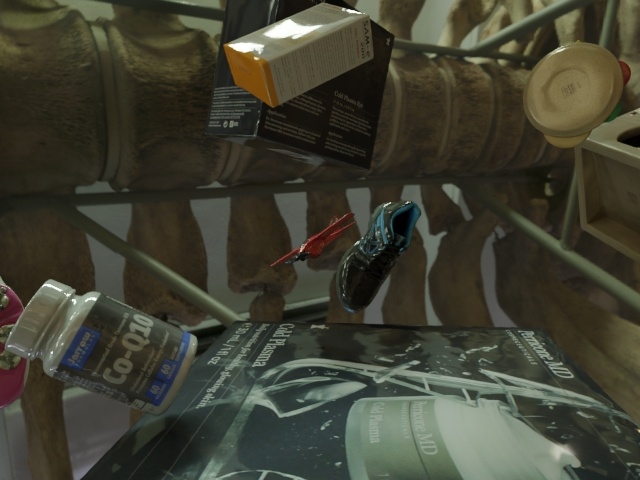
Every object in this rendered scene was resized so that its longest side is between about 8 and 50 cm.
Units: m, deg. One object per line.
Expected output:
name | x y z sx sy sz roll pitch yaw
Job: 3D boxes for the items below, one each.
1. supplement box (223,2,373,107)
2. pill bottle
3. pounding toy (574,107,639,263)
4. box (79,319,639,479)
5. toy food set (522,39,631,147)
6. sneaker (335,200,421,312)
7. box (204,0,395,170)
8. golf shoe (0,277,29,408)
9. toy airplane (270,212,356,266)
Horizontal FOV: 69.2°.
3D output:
supplement box | -0.016 -0.147 0.364 0.098 0.062 0.036 -32 -44 -18
pill bottle | -0.187 0.093 0.406 0.137 0.078 0.078 30 -94 -18
pounding toy | 0.352 -0.061 0.440 0.094 0.206 0.181 -23 -62 0
box | 0.064 0.297 0.499 0.472 0.480 0.297 1 -81 7
toy food set | 0.223 -0.131 0.410 0.020 0.083 0.082 -8 -29 -46
sneaker | 0.152 0.032 1.229 0.125 0.140 0.340 32 -108 -18
box | -0.033 -0.337 0.991 0.343 0.179 0.312 7 -84 -46
golf shoe | -0.485 0.104 0.663 0.115 0.306 0.140 -25 -21 -26
toy airplane | 0.000 0.000 0.643 0.151 0.151 0.028 -37 -86 -21
